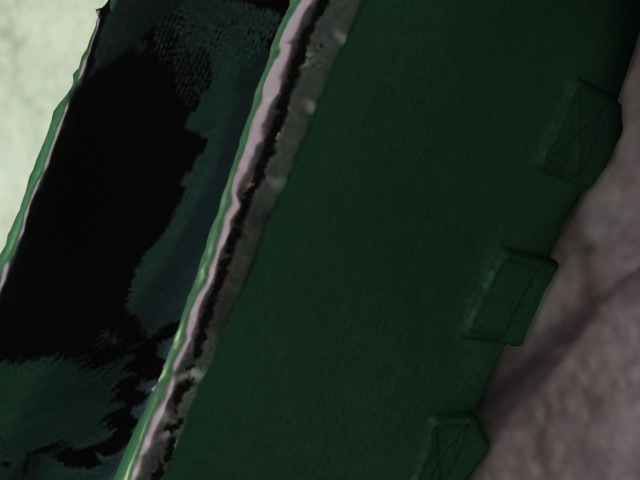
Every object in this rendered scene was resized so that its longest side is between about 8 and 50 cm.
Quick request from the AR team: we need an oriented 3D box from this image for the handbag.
[{"bbox_3d":[-0.005,-0.002,0.585,0.100,0.274,0.269,24,99,21],"label":"handbag"}]
